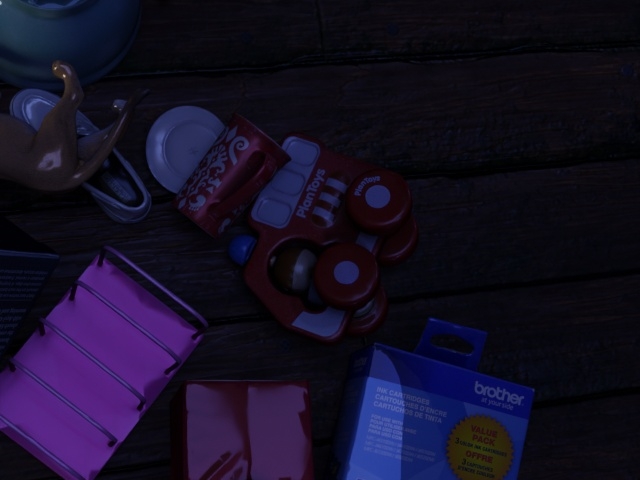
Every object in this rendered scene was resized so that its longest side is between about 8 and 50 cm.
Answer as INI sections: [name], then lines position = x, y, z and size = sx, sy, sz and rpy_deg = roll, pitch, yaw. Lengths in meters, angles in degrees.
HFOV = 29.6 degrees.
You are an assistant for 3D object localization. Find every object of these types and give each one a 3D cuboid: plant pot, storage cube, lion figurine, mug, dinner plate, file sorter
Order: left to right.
[lion figurine]
position = -0.444, -0.130, 1.699
size = 0.392, 0.142, 0.240
rpy_deg = 2, 60, 20
[plant pot]
position = -0.403, -0.389, 1.798
size = 0.293, 0.196, 0.293
rpy_deg = 3, 78, -14
[file sorter]
position = -0.321, 0.178, 1.712
size = 0.202, 0.182, 0.291
rpy_deg = 38, 73, -3
[dinner plate]
position = -0.201, -0.139, 1.876
size = 0.141, 0.017, 0.141
rpy_deg = 0, 89, -23
[mug]
position = -0.140, -0.095, 1.819
size = 0.113, 0.150, 0.169
rpy_deg = 39, 88, 1
[storage cube]
position = -0.114, 0.307, 1.724
size = 0.183, 0.215, 0.193
rpy_deg = 1, 73, -13

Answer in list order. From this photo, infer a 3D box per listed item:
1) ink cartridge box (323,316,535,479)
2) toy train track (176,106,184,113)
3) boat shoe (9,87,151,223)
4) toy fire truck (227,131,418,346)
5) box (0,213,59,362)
[ink cartridge box]
position = 0.154, 0.322, 1.819
size = 0.270, 0.151, 0.396
rpy_deg = 16, 74, -10
[toy train track]
position = -0.209, -0.166, 1.892
size = 0.048, 0.014, 0.083
rpy_deg = -17, 92, -25
[boat shoe]
position = -0.359, -0.132, 1.813
size = 0.096, 0.088, 0.267
rpy_deg = -41, 91, -17
[toy fire truck]
position = 0.000, 0.000, 1.854
size = 0.253, 0.169, 0.302
rpy_deg = 20, 73, 16
[box]
position = -0.577, 0.104, 1.535
size = 0.293, 0.212, 0.395
rpy_deg = 34, 98, 18
